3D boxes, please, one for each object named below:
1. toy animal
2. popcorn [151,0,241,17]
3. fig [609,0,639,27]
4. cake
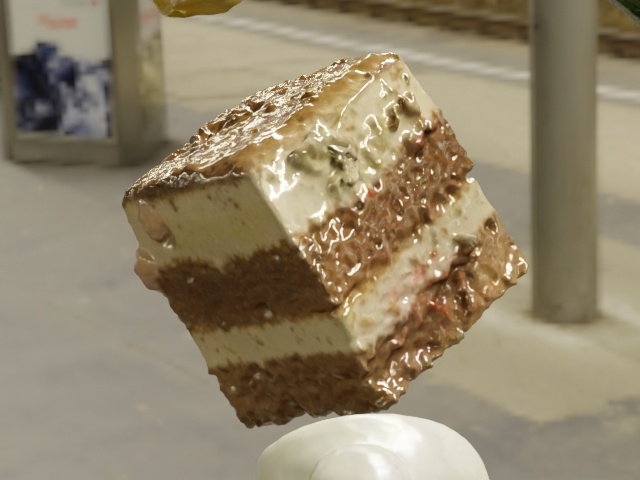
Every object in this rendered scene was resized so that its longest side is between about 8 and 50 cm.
[{"bbox_3d":[0.041,0.312,1.200,0.196,0.367,0.241,-5,-18,7],"label":"toy animal"},{"bbox_3d":[-0.103,-0.383,1.394,0.354,0.390,0.344,23,36,-45],"label":"popcorn"},{"bbox_3d":[0.311,-0.223,1.491,0.177,0.117,0.117,18,15,-2],"label":"fig"},{"bbox_3d":[0.000,0.000,1.682,0.282,0.290,0.256,-11,26,50],"label":"cake"}]
